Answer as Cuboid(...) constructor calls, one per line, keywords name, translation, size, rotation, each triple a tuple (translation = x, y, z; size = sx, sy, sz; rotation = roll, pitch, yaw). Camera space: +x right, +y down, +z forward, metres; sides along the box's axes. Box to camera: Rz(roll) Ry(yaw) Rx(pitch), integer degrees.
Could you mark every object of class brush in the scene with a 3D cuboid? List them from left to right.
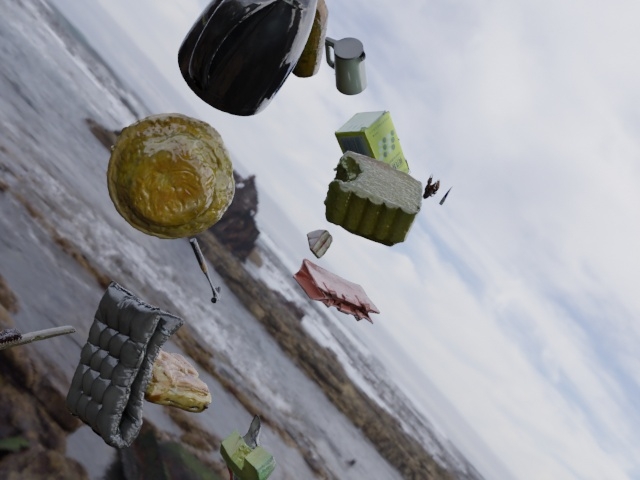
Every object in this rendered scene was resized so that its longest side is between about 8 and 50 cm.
Cuboid(name="brush", translation=(-0.669, 0.215, 1.566), size=(0.043, 0.036, 0.248), rotation=(24, 17, 30))

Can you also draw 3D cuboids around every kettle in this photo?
Cuboid(name="kettle", translation=(-0.130, -0.383, 1.258), size=(0.207, 0.268, 0.290), rotation=(49, -46, 0))
Cuboid(name="kettle", translation=(0.081, -0.519, 2.015), size=(0.148, 0.098, 0.126), rotation=(77, -11, -59))

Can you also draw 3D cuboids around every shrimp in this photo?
Cuboid(name="shrimp", translation=(0.313, -0.147, 1.923), size=(0.038, 0.029, 0.092), rotation=(22, -36, 10))

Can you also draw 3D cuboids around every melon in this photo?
Cuboid(name="melon", translation=(-0.181, 0.540, 1.692), size=(0.210, 0.064, 0.118), rotation=(21, -47, 47))

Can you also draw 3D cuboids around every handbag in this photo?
Cuboid(name="handbag", translation=(0.043, 0.134, 1.784), size=(0.213, 0.059, 0.157), rotation=(26, 13, -31))

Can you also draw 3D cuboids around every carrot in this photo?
Cuboid(name="carrot", translation=(-0.028, -0.443, 1.486), size=(0.082, 0.082, 0.173), rotation=(46, -35, 26))

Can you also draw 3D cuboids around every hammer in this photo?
Cuboid(name="hammer", translation=(-0.343, 0.087, 2.049), size=(0.078, 0.021, 0.200), rotation=(-65, 135, -76))

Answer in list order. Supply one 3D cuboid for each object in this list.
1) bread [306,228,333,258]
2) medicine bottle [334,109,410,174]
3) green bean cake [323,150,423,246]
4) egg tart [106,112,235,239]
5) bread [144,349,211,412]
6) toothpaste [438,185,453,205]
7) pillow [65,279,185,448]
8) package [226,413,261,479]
Cuboid(name="bread", translation=(0.000, 0.000, 1.729), size=(0.043, 0.062, 0.109), rotation=(55, 5, -23))
Cuboid(name="medicine bottle", translation=(0.171, -0.283, 2.240), size=(0.141, 0.137, 0.250), rotation=(5, -50, 41))
Cuboid(name="green bean cake", translation=(0.124, -0.101, 1.683), size=(0.233, 0.124, 0.236), rotation=(22, 30, 0))
Cuboid(name="egg tart", translation=(-0.346, -0.135, 1.581), size=(0.319, 0.319, 0.128), rotation=(49, 11, -20))
Cuboid(name="bread", translation=(-0.416, 0.364, 1.855), size=(0.210, 0.099, 0.235), rotation=(29, 0, -42))
Cuboid(name="toothpaste", translation=(0.454, -0.163, 2.483), size=(0.015, 0.083, 0.024), rotation=(38, 30, 15))
Cuboid(name="pillow", translation=(-0.453, 0.277, 1.549), size=(0.228, 0.326, 0.101), rotation=(18, -5, 43))
Cuboid(name="package", translation=(-0.197, 0.599, 1.875), size=(0.040, 0.232, 0.166), rotation=(11, 36, -26))
